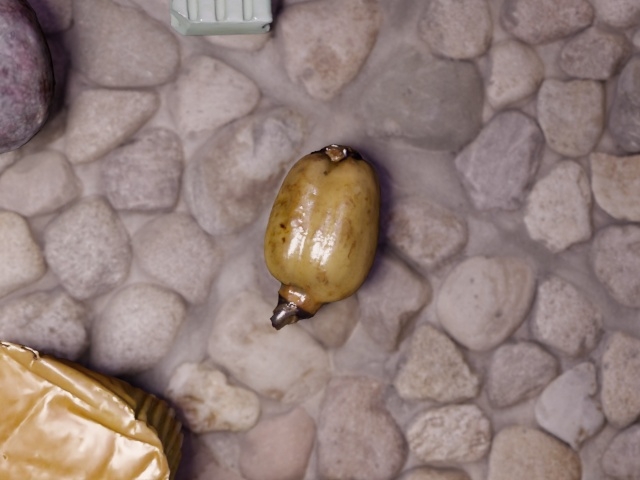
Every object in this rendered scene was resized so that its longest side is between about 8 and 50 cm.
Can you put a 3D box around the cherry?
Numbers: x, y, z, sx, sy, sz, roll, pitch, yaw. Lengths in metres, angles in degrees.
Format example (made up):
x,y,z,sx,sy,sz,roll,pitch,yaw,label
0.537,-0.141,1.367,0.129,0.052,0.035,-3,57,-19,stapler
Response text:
x,y,z,sx,sy,sz,roll,pitch,yaw,label
-0.379,-0.179,1.063,0.195,0.195,0.195,0,86,-7,cherry

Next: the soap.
x,y,z,sx,sy,sz,roll,pitch,yaw,label
-0.121,-0.344,1.157,0.119,0.066,0.198,-3,87,-6,soap

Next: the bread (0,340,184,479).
x,y,z,sx,sy,sz,roll,pitch,yaw,label
-0.291,0.214,1.059,0.288,0.156,0.204,23,92,-8,bread

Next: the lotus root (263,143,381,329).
x,y,z,sx,sy,sz,roll,pitch,yaw,label
0.000,0.000,1.126,0.125,0.118,0.220,13,87,26,lotus root
